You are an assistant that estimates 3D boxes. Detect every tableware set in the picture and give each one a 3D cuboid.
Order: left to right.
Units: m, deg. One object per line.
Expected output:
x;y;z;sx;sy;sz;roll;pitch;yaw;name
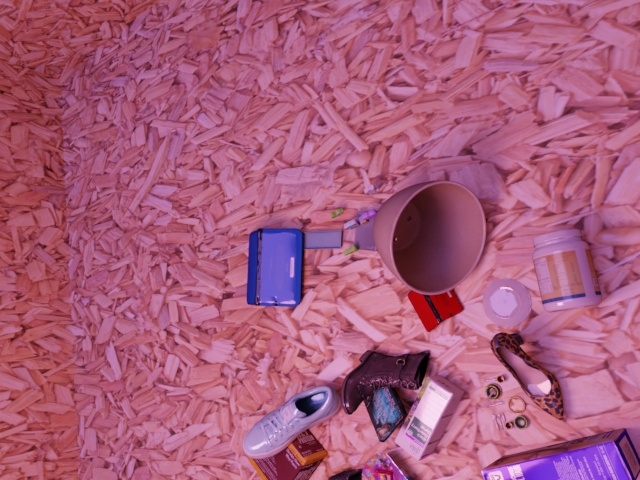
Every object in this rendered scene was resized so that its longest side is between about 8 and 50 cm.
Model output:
0.525;0.462;1.562;0.104;0.024;0.154;-22;71;32;tableware set

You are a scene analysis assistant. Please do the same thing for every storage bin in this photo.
0.103;0.840;1.763;0.084;0.122;0.180;-21;72;32;storage bin

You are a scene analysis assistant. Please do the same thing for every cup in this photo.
0.290;-0.027;1.649;0.237;0.331;0.330;26;101;63;cup

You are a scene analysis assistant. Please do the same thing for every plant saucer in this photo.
0.000;0.000;2.009;0.192;0.018;0.067;-2;83;35;plant saucer

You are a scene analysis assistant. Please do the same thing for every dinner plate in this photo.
0.538;0.180;1.593;0.141;0.017;0.141;-6;79;35;dinner plate

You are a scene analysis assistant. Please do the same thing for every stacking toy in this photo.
0.135;-0.069;1.868;0.221;0.052;0.166;-31;67;30;stacking toy

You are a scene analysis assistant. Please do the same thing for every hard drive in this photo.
0.164;-0.033;1.889;0.094;0.022;0.135;5;87;36;hard drive

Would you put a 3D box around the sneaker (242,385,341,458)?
-0.108;0.584;1.825;0.366;0.150;0.135;-31;53;-11;sneaker

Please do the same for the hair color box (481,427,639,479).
0.606;0.577;1.388;0.339;0.185;0.110;-30;67;29;hair color box

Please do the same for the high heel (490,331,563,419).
0.545;0.365;1.457;0.093;0.186;0.261;-39;63;26;high heel

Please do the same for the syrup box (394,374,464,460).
0.327;0.532;1.653;0.093;0.096;0.236;31;102;35;syrup box

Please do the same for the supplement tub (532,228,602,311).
0.644;0.081;1.446;0.145;0.144;0.199;-16;74;34;supplement tub

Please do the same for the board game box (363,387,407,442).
0.200;0.524;1.734;0.126;0.026;0.186;-56;25;17;board game box

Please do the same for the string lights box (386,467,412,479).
0.279;0.843;1.661;0.259;0.077;0.133;46;109;31;string lights box

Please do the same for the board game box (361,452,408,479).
0.190;0.740;1.672;0.168;0.033;0.133;47;109;31;board game box

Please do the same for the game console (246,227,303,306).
-0.181;0.105;2.113;0.251;0.173;0.292;1;85;9;game console

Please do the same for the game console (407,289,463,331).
0.358;0.193;1.724;0.124;0.085;0.143;-26;67;-2;game console

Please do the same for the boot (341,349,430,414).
0.203;0.433;1.694;0.229;0.091;0.263;-3;39;40;boot

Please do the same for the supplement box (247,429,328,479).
-0.117;0.757;1.931;0.191;0.129;0.194;42;109;32;supplement box
